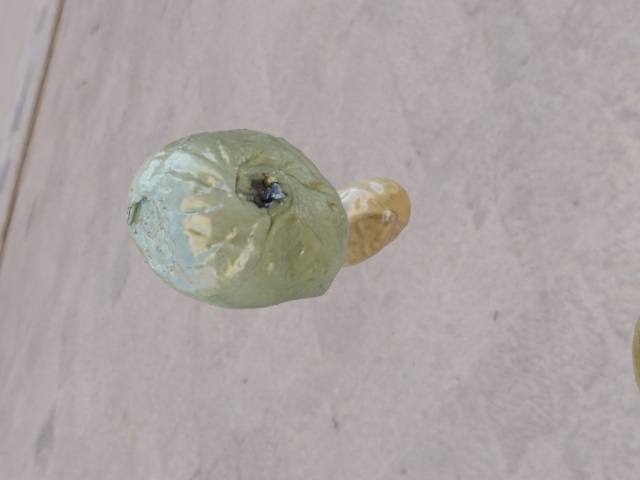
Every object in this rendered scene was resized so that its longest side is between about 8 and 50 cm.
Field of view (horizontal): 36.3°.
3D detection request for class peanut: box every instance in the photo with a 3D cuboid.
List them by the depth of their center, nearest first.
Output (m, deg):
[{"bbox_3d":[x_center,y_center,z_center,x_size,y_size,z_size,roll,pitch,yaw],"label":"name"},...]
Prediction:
[{"bbox_3d":[0.000,0.000,1.300,0.263,0.101,0.117,-26,0,19],"label":"peanut"}]

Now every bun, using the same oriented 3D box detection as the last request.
[{"bbox_3d":[-0.070,-0.032,0.934,0.221,0.221,0.108,-106,34,-49],"label":"bun"}]

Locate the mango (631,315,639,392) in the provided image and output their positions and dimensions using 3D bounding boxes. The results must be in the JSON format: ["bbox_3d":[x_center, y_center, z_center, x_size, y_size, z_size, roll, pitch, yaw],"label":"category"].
[{"bbox_3d":[0.413,0.137,0.879,0.176,0.329,0.175,-17,39,60],"label":"mango"}]
